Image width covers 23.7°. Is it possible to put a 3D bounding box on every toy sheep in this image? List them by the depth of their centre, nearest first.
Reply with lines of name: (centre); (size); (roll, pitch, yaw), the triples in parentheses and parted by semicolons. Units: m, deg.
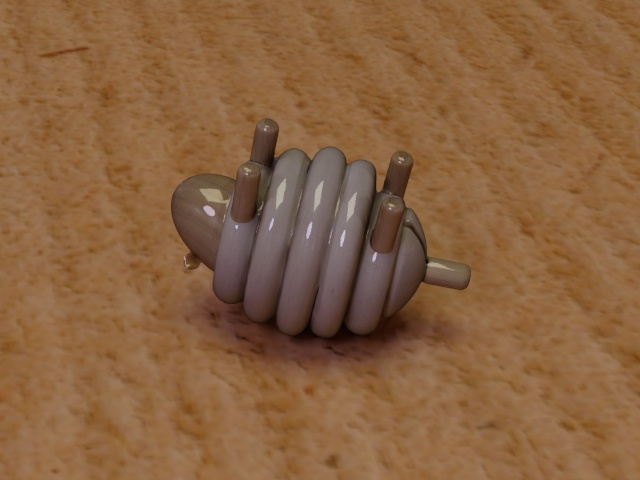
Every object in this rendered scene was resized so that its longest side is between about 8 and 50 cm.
toy sheep: (0.000, 0.000, 0.651); (0.132, 0.091, 0.091); (16, 31, 3)
